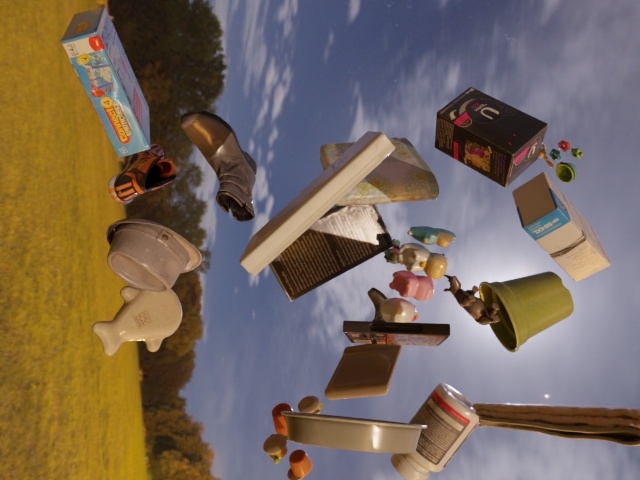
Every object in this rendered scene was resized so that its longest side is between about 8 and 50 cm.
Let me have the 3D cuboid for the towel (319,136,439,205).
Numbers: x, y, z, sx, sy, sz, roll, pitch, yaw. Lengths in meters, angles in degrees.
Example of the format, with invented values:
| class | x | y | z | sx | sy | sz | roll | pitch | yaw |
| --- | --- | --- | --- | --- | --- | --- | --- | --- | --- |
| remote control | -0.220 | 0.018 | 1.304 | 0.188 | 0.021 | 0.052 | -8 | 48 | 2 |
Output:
| class | x | y | z | sx | sy | sz | roll | pitch | yaw |
| --- | --- | --- | --- | --- | --- | --- | --- | --- | --- |
| towel | 0.174 | -0.224 | 1.602 | 0.374 | 0.321 | 0.090 | -104 | -171 | -56 |

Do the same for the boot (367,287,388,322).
| class | x | y | z | sx | sy | sz | roll | pitch | yaw |
| --- | --- | --- | --- | --- | --- | --- | --- | --- | --- |
| boot | 0.218 | 0.312 | 1.923 | 0.246 | 0.161 | 0.083 | 54 | -16 | 22 |

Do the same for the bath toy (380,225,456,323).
| class | x | y | z | sx | sy | sz | roll | pitch | yaw |
| --- | --- | --- | --- | --- | --- | --- | --- | --- | --- |
| bath toy | 0.303 | 0.123 | 1.544 | 0.151 | 0.129 | 0.347 | 41 | -56 | 40 |

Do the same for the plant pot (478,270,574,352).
| class | x | y | z | sx | sy | sz | roll | pitch | yaw |
| --- | --- | --- | --- | --- | --- | --- | --- | --- | --- |
| plant pot | 0.768 | 0.238 | 1.830 | 0.276 | 0.254 | 0.275 | 159 | -90 | -88 |

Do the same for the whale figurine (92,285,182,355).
| class | x | y | z | sx | sy | sz | roll | pitch | yaw |
| --- | --- | --- | --- | --- | --- | --- | --- | --- | --- |
| whale figurine | -0.555 | 0.240 | 1.489 | 0.141 | 0.272 | 0.216 | -17 | -79 | 43 |

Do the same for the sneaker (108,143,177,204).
| class | x | y | z | sx | sy | sz | roll | pitch | yaw |
| --- | --- | --- | --- | --- | --- | --- | --- | --- | --- |
| sneaker | -0.535 | -0.233 | 1.604 | 0.321 | 0.180 | 0.124 | -82 | 152 | -51 |

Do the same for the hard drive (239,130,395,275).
| class | x | y | z | sx | sy | sz | roll | pitch | yaw |
| --- | --- | --- | --- | --- | --- | --- | --- | --- | --- |
| hard drive | -0.009 | -0.075 | 0.881 | 0.307 | 0.040 | 0.203 | -42 | -170 | 8 |

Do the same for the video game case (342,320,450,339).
| class | x | y | z | sx | sy | sz | roll | pitch | yaw |
| --- | --- | --- | --- | --- | --- | --- | --- | --- | --- |
| video game case | 0.193 | 0.242 | 1.283 | 0.275 | 0.249 | 0.035 | 66 | 26 | -72 |

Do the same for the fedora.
| class | x | y | z | sx | sy | sz | roll | pitch | yaw |
| --- | --- | --- | --- | --- | --- | --- | --- | --- | --- |
| fedora | -0.487 | 0.060 | 1.402 | 0.244 | 0.275 | 0.124 | -19 | -137 | 32 |

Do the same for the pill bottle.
| class | x | y | z | sx | sy | sz | roll | pitch | yaw |
| --- | --- | --- | --- | --- | --- | --- | --- | --- | --- |
| pill bottle | 0.382 | 0.659 | 1.675 | 0.318 | 0.176 | 0.176 | -55 | -153 | 5 |

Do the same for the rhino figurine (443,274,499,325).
| class | x | y | z | sx | sy | sz | roll | pitch | yaw |
| --- | --- | --- | --- | --- | --- | --- | --- | --- | --- |
| rhino figurine | 0.532 | 0.210 | 1.778 | 0.243 | 0.073 | 0.106 | 44 | -25 | 14 |

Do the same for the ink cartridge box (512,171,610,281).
| class | x | y | z | sx | sy | sz | roll | pitch | yaw |
| --- | --- | --- | --- | --- | --- | --- | --- | --- | --- |
| ink cartridge box | 0.526 | -0.029 | 1.088 | 0.086 | 0.203 | 0.148 | -37 | -157 | 31 |

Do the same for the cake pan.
| class | x | y | z | sx | sy | sz | roll | pitch | yaw |
| --- | --- | --- | --- | --- | --- | --- | --- | --- | --- |
| cake pan | 0.064 | 0.383 | 0.993 | 0.293 | 0.294 | 0.054 | 138 | -40 | -65 |

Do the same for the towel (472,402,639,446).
| class | x | y | z | sx | sy | sz | roll | pitch | yaw |
| --- | --- | --- | --- | --- | --- | --- | --- | --- | --- |
| towel | 0.498 | 0.316 | 0.866 | 0.332 | 0.317 | 0.053 | -27 | -123 | 59 |

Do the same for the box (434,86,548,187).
| class | x | y | z | sx | sy | sz | roll | pitch | yaw |
| --- | --- | --- | --- | --- | --- | --- | --- | --- | --- |
| box | 0.493 | -0.309 | 1.463 | 0.270 | 0.165 | 0.143 | 39 | -22 | 30 |

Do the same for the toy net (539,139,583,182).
| class | x | y | z | sx | sy | sz | roll | pitch | yaw |
| --- | --- | --- | --- | --- | --- | --- | --- | --- | --- |
| toy net | 0.762 | -0.287 | 1.651 | 0.232 | 0.045 | 0.122 | 46 | -19 | 47 |

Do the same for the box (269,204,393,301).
| class | x | y | z | sx | sy | sz | roll | pitch | yaw |
| --- | --- | --- | --- | --- | --- | --- | --- | --- | --- |
| box | 0.000 | 0.000 | 1.715 | 0.211 | 0.396 | 0.293 | 64 | -7 | -12 |

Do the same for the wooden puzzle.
| class | x | y | z | sx | sy | sz | roll | pitch | yaw |
| --- | --- | --- | --- | --- | --- | --- | --- | --- | --- |
| wooden puzzle | 0.146 | 0.427 | 1.621 | 0.044 | 0.221 | 0.238 | 65 | 28 | -19 |

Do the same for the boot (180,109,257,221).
| class | x | y | z | sx | sy | sz | roll | pitch | yaw |
| --- | --- | --- | --- | --- | --- | --- | --- | --- | --- |
| boot | -0.293 | -0.217 | 1.491 | 0.118 | 0.338 | 0.222 | -21 | -129 | 24 |

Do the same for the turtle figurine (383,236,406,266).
| class | x | y | z | sx | sy | sz | roll | pitch | yaw |
| --- | --- | --- | --- | --- | --- | --- | --- | --- | --- |
| turtle figurine | 0.311 | 0.041 | 2.094 | 0.234 | 0.176 | 0.118 | -126 | -126 | -79 |

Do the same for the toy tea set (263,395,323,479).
| class | x | y | z | sx | sy | sz | roll | pitch | yaw |
| --- | --- | --- | --- | --- | --- | --- | --- | --- | --- |
| toy tea set | -0.092 | 0.719 | 1.779 | 0.336 | 0.200 | 0.124 | -76 | 153 | -61 |

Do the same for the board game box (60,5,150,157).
| class | x | y | z | sx | sy | sz | roll | pitch | yaw |
| --- | --- | --- | --- | --- | --- | --- | --- | --- | --- |
| board game box | -0.550 | -0.422 | 1.304 | 0.308 | 0.086 | 0.301 | -117 | -169 | -52 |
